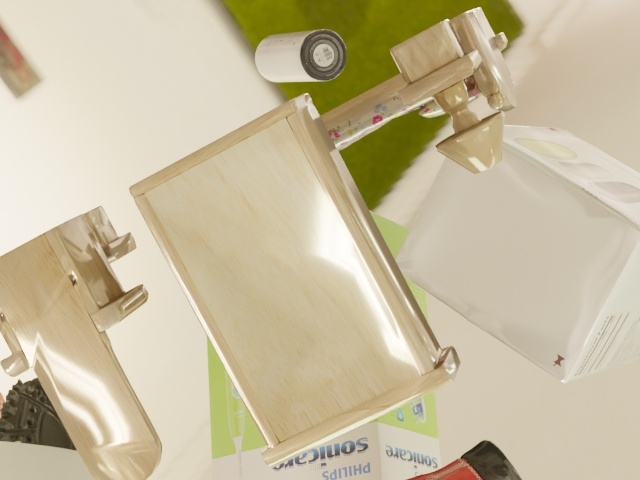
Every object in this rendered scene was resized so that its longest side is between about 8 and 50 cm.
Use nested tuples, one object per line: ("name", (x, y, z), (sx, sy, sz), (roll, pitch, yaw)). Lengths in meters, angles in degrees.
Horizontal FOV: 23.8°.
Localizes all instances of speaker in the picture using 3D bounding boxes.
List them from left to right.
("speaker", (-0.023, -0.198, 1.633), (0.055, 0.055, 0.136), (-39, -162, -16))

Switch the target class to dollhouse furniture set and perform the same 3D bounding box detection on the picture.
("dollhouse furniture set", (0.000, 0.000, 0.974), (0.303, 0.174, 0.355), (-26, -176, 14))

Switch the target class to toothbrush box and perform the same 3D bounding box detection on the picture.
("toothbrush box", (-0.001, 0.133, 1.544), (0.206, 0.122, 0.283), (-18, -116, 32))

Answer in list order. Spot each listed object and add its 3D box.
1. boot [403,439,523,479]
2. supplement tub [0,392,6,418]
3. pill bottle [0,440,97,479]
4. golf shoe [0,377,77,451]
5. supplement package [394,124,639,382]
("boot", (0.142, 0.305, 1.308), (0.176, 0.244, 0.088), (-21, -174, -23))
("supplement tub", (-0.465, 0.093, 1.552), (0.193, 0.316, 0.193), (-35, 170, -7))
("pill bottle", (-0.239, 0.347, 1.045), (0.224, 0.392, 0.224), (7, -179, 0))
("golf shoe", (-0.212, 0.246, 1.258), (0.105, 0.273, 0.120), (-8, 154, -26))
("supplement package", (0.213, 0.004, 1.352), (0.203, 0.194, 0.149), (-5, 125, -57))
